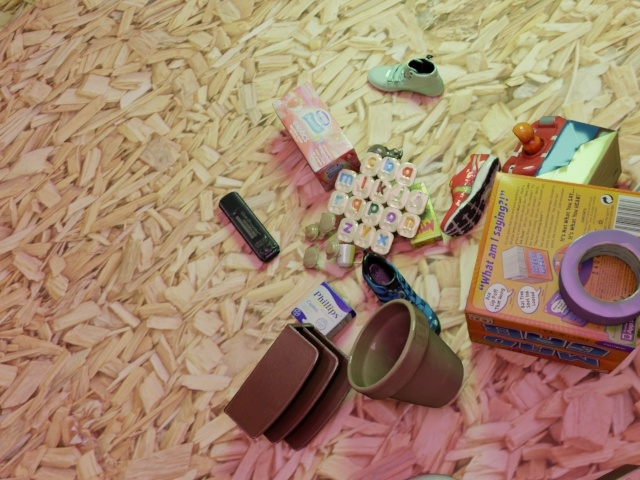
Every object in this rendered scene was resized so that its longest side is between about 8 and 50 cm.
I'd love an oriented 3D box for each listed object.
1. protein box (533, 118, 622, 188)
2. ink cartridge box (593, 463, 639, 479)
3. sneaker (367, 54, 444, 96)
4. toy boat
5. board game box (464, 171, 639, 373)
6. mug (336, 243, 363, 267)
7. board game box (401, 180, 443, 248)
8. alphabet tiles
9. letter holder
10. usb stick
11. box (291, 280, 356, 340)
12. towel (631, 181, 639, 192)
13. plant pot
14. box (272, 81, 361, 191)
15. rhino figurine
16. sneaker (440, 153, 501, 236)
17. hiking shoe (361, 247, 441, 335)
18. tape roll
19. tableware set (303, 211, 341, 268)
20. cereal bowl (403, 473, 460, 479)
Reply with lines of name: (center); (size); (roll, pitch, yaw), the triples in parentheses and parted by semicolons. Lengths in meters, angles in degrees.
protein box: (0.690, -0.174, 1.712); (0.136, 0.201, 0.199); (25, 78, 36)
ink cartridge box: (0.634, 0.600, 1.451); (0.235, 0.193, 0.088); (-31, 67, 3)
sneaker: (0.258, -0.535, 2.010); (0.256, 0.151, 0.094); (14, 76, 21)
toy boat: (0.590, -0.271, 1.797); (0.231, 0.151, 0.151); (-57, 29, -10)
board game box: (0.574, 0.087, 1.572); (0.357, 0.356, 0.356); (11, 74, 19)
mug: (0.080, 0.048, 1.891); (0.078, 0.062, 0.064); (-1, 77, 23)
board game box: (0.290, -0.076, 1.886); (0.092, 0.043, 0.181); (-17, 66, 9)
alphabet tiles: (0.166, -0.110, 1.883); (0.284, 0.021, 0.277); (19, 91, 21)
letter holder: (-0.068, 0.402, 1.709); (0.214, 0.152, 0.301); (40, 99, 22)
usb stick: (-0.227, -0.046, 2.020); (0.077, 0.045, 0.278); (-36, 64, -8)
box: (0.010, 0.209, 1.841); (0.137, 0.072, 0.126); (-44, 66, -4)
towel: (0.914, -0.103, 1.718); (0.152, 0.023, 0.113); (41, 72, 18)
plant pot: (0.236, 0.311, 1.636); (0.229, 0.263, 0.262); (31, 77, -19)
box: (-0.010, -0.325, 2.005); (0.142, 0.154, 0.299); (-32, 64, 2)
rhino figurine: (0.158, -0.183, 1.949); (0.106, 0.073, 0.243); (22, 84, 17)
sneaker: (0.417, -0.133, 1.859); (0.118, 0.107, 0.279); (23, 73, 41)
hiking shoe: (0.209, 0.157, 1.771); (0.113, 0.132, 0.304); (-43, 65, -3)
tape roll: (0.595, 0.077, 1.330); (0.189, 0.080, 0.188); (-5, 70, 14)
tableware set: (0.000, 0.000, 1.921); (0.141, 0.020, 0.168); (-21, 64, 40)
cereal bowl: (0.270, 0.735, 1.532); (0.339, 0.141, 0.338); (-6, 68, 14)
